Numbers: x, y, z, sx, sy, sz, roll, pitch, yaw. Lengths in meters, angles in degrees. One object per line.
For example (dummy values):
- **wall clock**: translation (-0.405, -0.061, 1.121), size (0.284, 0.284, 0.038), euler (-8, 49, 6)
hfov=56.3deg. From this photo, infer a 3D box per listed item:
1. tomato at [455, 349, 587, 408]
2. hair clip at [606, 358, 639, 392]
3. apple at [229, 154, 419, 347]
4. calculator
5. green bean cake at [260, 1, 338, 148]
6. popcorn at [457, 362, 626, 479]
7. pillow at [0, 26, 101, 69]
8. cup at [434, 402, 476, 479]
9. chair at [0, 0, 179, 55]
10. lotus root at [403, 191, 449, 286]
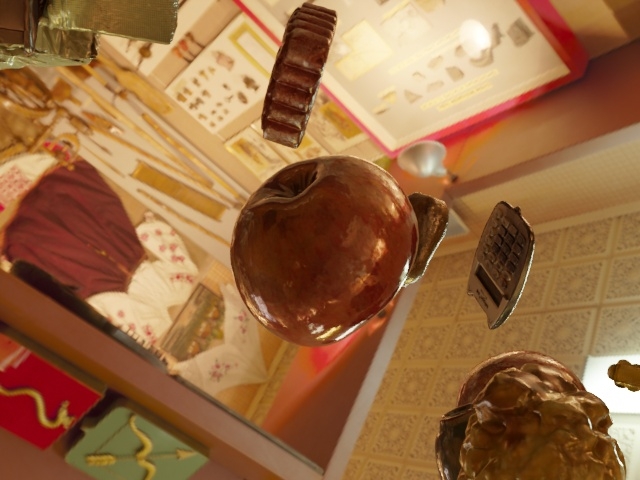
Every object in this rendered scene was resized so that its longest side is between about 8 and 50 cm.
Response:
- **tomato**: translation (0.479, 0.416, 1.415), size (0.316, 0.317, 0.282), euler (-50, -179, -3)
- **hair clip**: translation (0.766, 0.326, 1.404), size (0.173, 0.046, 0.072), euler (9, -108, 20)
- **apple**: translation (0.000, 0.000, 1.013), size (0.345, 0.269, 0.344), euler (-39, -169, 9)
- **calculator**: translation (0.378, 0.045, 1.261), size (0.177, 0.040, 0.267), euler (-110, -158, -53)
- **green bean cake**: translation (-0.026, -0.189, 0.681), size (0.135, 0.057, 0.135), euler (-80, -174, -52)
- **popcorn**: translation (0.291, 0.269, 0.802), size (0.206, 0.236, 0.251), euler (-4, -128, 23)
- **pillow**: translation (-0.426, -0.350, 0.867), size (0.138, 0.284, 0.309), euler (96, -1, -50)
- **cup**: translation (0.274, 0.369, 1.050), size (0.199, 0.149, 0.199), euler (-22, 170, -4)
- **chair**: translation (-0.297, -0.289, 0.638), size (0.186, 0.320, 0.160), euler (-129, -134, -57)
- **lotus root**: translation (0.259, -0.005, 1.714), size (0.160, 0.152, 0.274), euler (17, -93, 66)
